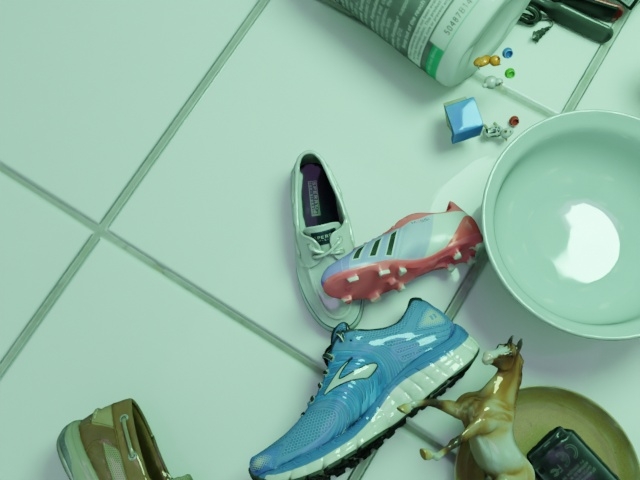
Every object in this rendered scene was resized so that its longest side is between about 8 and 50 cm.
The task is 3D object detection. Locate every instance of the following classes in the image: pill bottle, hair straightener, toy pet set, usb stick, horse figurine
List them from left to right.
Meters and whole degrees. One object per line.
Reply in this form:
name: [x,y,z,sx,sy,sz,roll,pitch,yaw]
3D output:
pill bottle: [0.112,-0.406,0.947,0.361,0.204,0.204,41,81,11]
horse figurine: [0.197,0.266,0.788,0.174,0.066,0.263,-15,87,-28]
toy pet set: [0.232,-0.189,0.926,0.114,0.122,0.065,-17,34,3]
hair straightener: [0.335,-0.351,1.000,0.230,0.047,0.089,24,79,3]
usb stick: [0.368,0.351,0.793,0.077,0.045,0.278,-42,78,0]

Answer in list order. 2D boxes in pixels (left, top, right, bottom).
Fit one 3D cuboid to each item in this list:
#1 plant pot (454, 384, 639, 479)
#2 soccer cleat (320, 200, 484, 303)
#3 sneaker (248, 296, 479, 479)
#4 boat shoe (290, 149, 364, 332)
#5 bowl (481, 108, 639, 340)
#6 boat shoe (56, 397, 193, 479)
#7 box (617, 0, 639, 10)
plant pot: [0.289,0.307,0.847,0.236,0.032,0.236,-1,77,3]
soccer cleat: [0.105,0.013,0.888,0.248,0.083,0.095,-16,56,-20]
sneaker: [0.041,0.195,0.855,0.330,0.130,0.147,-35,67,-13]
boat shoe: [0.000,0.000,0.912,0.095,0.084,0.258,-16,75,-1]
bowl: [0.350,-0.010,0.871,0.297,0.134,0.298,-1,75,3]
boat shoe: [-0.203,0.343,0.821,0.116,0.123,0.324,-34,78,-8]
box: [0.426,-0.449,1.010,0.207,0.036,0.114,42,62,12]
